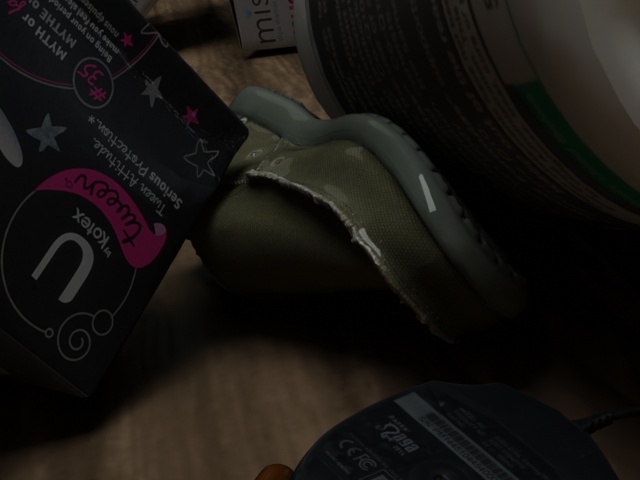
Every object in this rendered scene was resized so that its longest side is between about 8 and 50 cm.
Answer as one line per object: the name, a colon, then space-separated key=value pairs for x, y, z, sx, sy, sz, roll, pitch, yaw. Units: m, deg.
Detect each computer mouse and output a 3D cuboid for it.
computer mouse: x=0.088 y=0.065 z=0.419 sx=0.242 sy=0.041 sz=0.071 roll=-15 pitch=36 yaw=-31

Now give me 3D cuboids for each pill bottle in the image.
pill bottle: x=0.107 y=-0.107 z=0.542 sx=0.204 sy=0.204 sz=0.361 roll=-16 pitch=7 yaw=-12

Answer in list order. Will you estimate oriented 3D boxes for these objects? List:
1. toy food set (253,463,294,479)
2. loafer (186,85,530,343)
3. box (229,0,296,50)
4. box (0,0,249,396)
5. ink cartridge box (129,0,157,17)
toy food set: x=-0.017 y=0.090 z=0.421 sx=0.122 sy=0.019 sz=0.078 roll=-23 pitch=24 yaw=-28
loafer: x=0.000 y=0.000 z=0.578 sx=0.087 sy=0.094 sz=0.251 roll=-45 pitch=23 yaw=-7
box: x=0.064 y=-0.258 z=1.141 sx=0.231 sy=0.127 sz=0.262 roll=-3 pitch=23 yaw=17
box: x=-0.183 y=-0.065 z=0.533 sx=0.163 sy=0.247 sz=0.142 roll=2 pitch=54 yaw=47
ink cartridge box: x=-0.151 y=-0.262 z=1.209 sx=0.206 sy=0.045 sz=0.208 roll=-51 pitch=18 yaw=10
